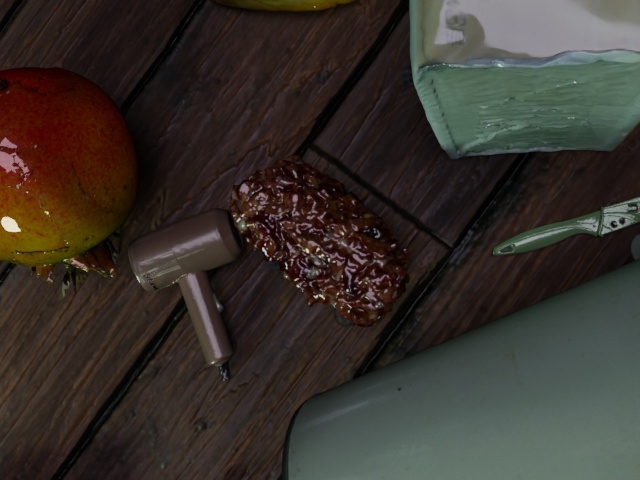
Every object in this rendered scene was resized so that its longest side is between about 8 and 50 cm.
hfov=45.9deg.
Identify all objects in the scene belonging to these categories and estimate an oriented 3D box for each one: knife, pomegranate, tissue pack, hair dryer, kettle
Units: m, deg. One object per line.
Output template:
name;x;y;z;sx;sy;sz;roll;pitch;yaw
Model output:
knife;0.277;-0.016;0.774;0.207;0.014;0.030;-18;81;7
pomegranate;-0.284;-0.063;0.783;0.210;0.210;0.235;-24;106;7
tissue pack;0.188;-0.296;0.652;0.205;0.332;0.404;1;86;12
hair dryer;-0.124;0.064;0.820;0.117;0.064;0.181;-20;90;6
kettle;0.169;0.213;0.581;0.377;0.361;0.250;-24;122;24

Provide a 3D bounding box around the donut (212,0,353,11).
donut;-0.041;-0.391;0.815;0.303;0.110;0.302;-1;86;11

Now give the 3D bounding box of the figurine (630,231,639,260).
figurine;0.386;0.002;0.701;0.193;0.126;0.147;-13;72;-8

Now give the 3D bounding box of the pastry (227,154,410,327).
pastry;0.001;-0.002;0.778;0.208;0.097;0.115;38;99;12
